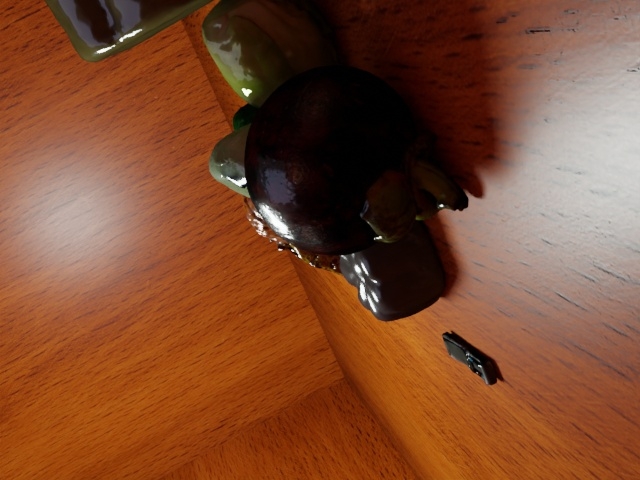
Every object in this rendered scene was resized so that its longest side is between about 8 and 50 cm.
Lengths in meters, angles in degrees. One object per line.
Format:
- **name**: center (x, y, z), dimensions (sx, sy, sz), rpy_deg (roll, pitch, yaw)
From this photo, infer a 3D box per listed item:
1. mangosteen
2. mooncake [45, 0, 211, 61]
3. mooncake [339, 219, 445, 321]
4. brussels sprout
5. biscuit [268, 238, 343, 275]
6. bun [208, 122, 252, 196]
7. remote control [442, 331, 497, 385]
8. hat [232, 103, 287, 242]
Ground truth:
- **mangosteen**: center (0.049, -0.123, 1.148), dimensions (0.360, 0.306, 0.306), rpy_deg (11, 135, 39)
- **mooncake**: center (-0.317, -0.550, 1.382), dimensions (0.262, 0.467, 0.467), rpy_deg (60, 174, -22)
- **mooncake**: center (0.130, 0.030, 1.517), dimensions (0.306, 0.154, 0.306), rpy_deg (61, 169, 21)
- **brussels sprout**: center (-0.086, -0.366, 1.409), dimensions (0.294, 0.227, 0.259), rpy_deg (39, -179, -38)
- **biscuit**: center (-0.002, -0.002, 1.938), dimensions (0.334, 0.081, 0.289), rpy_deg (17, -161, -34)
- **bun**: center (-0.067, -0.160, 1.437), dimensions (0.283, 0.283, 0.179), rpy_deg (90, -163, -84)
- **remote control**: center (0.306, 0.242, 1.498), dimensions (0.059, 0.028, 0.212), rpy_deg (64, 172, -14)
- **hat**: center (-0.071, -0.207, 1.775), dimensions (0.285, 0.285, 0.400), rpy_deg (75, -178, -54)
